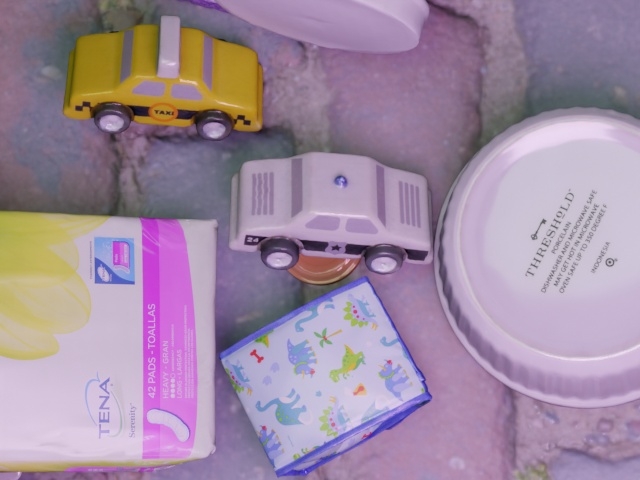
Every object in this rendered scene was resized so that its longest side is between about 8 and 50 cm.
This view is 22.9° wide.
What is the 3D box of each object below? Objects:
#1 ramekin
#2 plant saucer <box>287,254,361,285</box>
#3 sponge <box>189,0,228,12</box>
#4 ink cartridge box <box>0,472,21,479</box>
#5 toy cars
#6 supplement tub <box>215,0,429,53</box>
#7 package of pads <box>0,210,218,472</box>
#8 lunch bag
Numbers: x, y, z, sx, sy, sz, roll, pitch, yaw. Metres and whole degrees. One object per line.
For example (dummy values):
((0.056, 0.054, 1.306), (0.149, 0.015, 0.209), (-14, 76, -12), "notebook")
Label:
((0.227, 0.008, 1.377), (0.273, 0.127, 0.273), (-2, 80, 10), "ramekin")
((0.000, 0.000, 1.478), (0.083, 0.013, 0.083), (-2, 80, 9), "plant saucer")
((-0.153, -0.299, 1.549), (0.210, 0.031, 0.117), (16, 83, 12), "sponge")
((-0.440, 0.096, 1.486), (0.353, 0.119, 0.207), (11, 81, 12), "ink cartridge box")
((-0.064, -0.098, 1.433), (0.394, 0.087, 0.176), (38, 59, 17), "toy cars")
((0.031, -0.347, 1.422), (0.228, 0.228, 0.316), (12, 82, 12), "supplement tub")
((-0.239, 0.093, 1.399), (0.296, 0.101, 0.229), (3, 82, -20), "package of pads")
((0.008, 0.122, 1.414), (0.151, 0.096, 0.129), (-32, 76, 13), "lunch bag")
